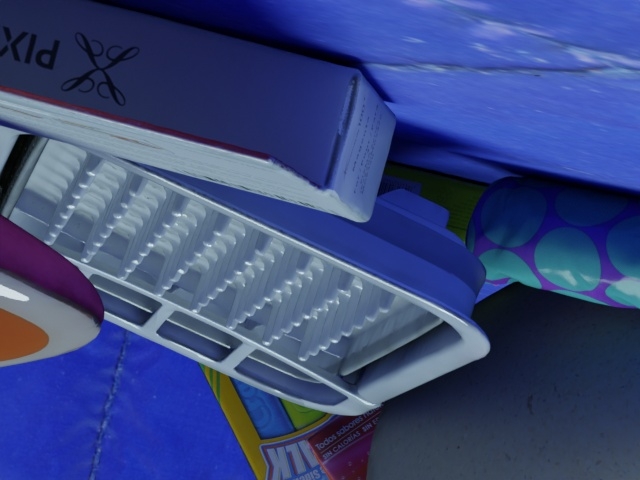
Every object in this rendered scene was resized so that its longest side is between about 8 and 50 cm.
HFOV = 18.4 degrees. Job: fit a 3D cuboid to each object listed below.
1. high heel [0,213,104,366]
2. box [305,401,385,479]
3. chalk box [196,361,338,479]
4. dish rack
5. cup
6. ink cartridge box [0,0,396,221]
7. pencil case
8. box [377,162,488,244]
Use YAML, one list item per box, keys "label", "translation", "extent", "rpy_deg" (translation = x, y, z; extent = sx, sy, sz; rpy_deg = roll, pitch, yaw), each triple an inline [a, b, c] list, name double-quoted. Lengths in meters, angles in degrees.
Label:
- label: "high heel"
  translation: [-0.263, -0.063, 0.884]
  extent: [0.377, 0.181, 0.127]
  rpy_deg: [22, 139, -31]
- label: "box"
  translation: [0.128, 0.125, 1.441]
  extent: [0.122, 0.257, 0.128]
  rpy_deg: [55, 179, 9]
- label: "chalk box"
  translation: [0.028, 0.132, 1.609]
  extent: [0.179, 0.289, 0.180]
  rpy_deg: [-29, 172, 5]
- label: "dish rack"
  translation: [-0.059, -0.001, 1.123]
  extent: [0.285, 0.072, 0.333]
  rpy_deg: [26, 163, -9]
- label: "cup"
  translation: [0.218, 0.129, 1.165]
  extent: [0.331, 0.331, 0.237]
  rpy_deg: [15, 150, -10]
- label: "ink cartridge box"
  translation: [-0.118, -0.077, 0.820]
  extent: [0.275, 0.060, 0.239]
  rpy_deg: [15, 177, 10]
- label: "pencil case"
  translation: [0.155, 0.009, 1.047]
  extent: [0.152, 0.064, 0.070]
  rpy_deg: [15, 142, 31]
- label: "box"
  translation: [0.092, -0.011, 1.281]
  extent: [0.109, 0.042, 0.178]
  rpy_deg: [14, 177, 17]
